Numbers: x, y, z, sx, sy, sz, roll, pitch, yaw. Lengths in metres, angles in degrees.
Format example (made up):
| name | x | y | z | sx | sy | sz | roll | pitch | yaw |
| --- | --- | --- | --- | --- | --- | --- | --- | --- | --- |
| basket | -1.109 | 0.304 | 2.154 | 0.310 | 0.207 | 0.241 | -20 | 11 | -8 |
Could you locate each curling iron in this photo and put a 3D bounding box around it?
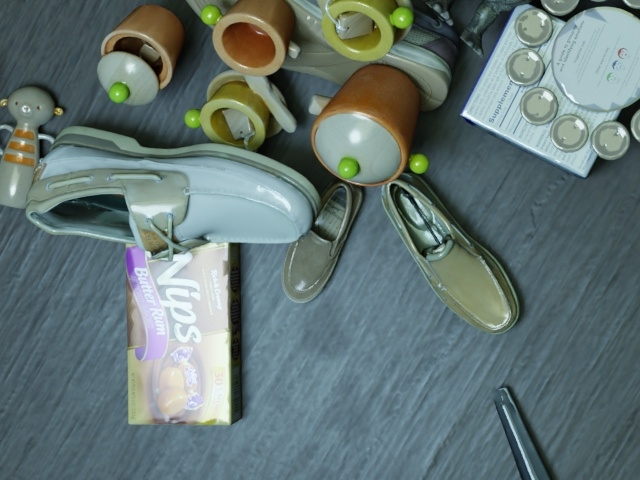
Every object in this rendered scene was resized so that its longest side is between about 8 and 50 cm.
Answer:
| name | x | y | z | sx | sy | sz | roll | pitch | yaw |
| --- | --- | --- | --- | --- | --- | --- | --- | --- | --- |
| curling iron | 0.215 | 0.277 | 1.757 | 0.068 | 0.035 | 0.274 | -16 | 89 | 9 |

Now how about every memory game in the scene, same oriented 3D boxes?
| name | x | y | z | sx | sy | sz | roll | pitch | yaw |
| --- | --- | --- | --- | --- | --- | --- | --- | --- | --- |
| memory game | 0.266 | -0.168 | 1.676 | 0.186 | 0.012 | 0.186 | 0 | 91 | 9 |

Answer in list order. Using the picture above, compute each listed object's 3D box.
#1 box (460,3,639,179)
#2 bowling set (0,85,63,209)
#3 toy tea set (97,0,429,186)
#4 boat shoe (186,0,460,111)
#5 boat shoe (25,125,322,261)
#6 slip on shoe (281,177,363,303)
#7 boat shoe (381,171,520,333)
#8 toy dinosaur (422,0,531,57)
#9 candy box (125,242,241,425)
| name | x | y | z | sx | sy | sz | roll | pitch | yaw |
| --- | --- | --- | --- | --- | --- | --- | --- | --- | --- |
| box | 0.223 | -0.144 | 1.726 | 0.137 | 0.072 | 0.126 | 28 | 94 | 7 |
| bowling set | -0.413 | -0.130 | 1.776 | 0.287 | 0.200 | 0.154 | 12 | 92 | 5 |
| toy tea set | -0.057 | -0.138 | 1.693 | 0.336 | 0.124 | 0.200 | -2 | 131 | 27 |
| boat shoe | 0.002 | -0.220 | 1.750 | 0.285 | 0.103 | 0.092 | 23 | 55 | 2 |
| boat shoe | -0.147 | -0.031 | 1.740 | 0.302 | 0.113 | 0.103 | 8 | 52 | 27 |
| slip on shoe | 0.000 | 0.000 | 1.782 | 0.051 | 0.041 | 0.135 | 31 | 96 | 7 |
| boat shoe | 0.122 | 0.016 | 1.747 | 0.068 | 0.072 | 0.190 | -42 | 85 | 8 |
| toy dinosaur | 0.152 | -0.282 | 1.687 | 0.160 | 0.313 | 0.121 | -45 | 129 | 8 |
| candy box | -0.137 | 0.091 | 1.803 | 0.109 | 0.053 | 0.187 | 0 | 93 | 9 |
